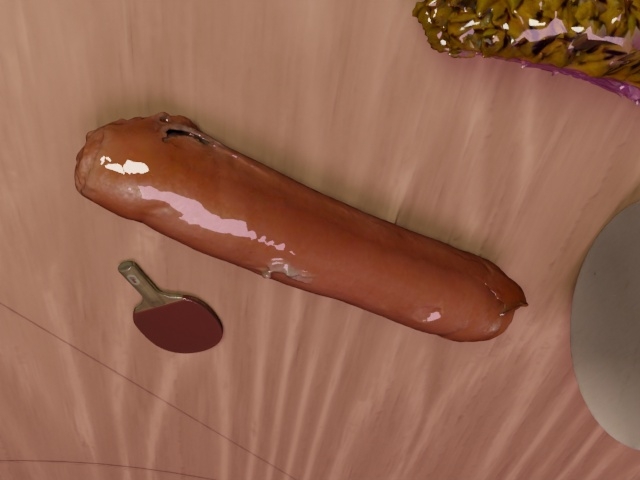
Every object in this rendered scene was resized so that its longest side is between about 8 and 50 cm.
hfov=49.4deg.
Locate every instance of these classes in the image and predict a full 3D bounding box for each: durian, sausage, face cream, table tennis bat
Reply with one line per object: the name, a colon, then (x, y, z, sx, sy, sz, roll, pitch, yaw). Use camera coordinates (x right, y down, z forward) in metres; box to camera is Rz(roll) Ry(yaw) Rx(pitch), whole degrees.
durian: (0.236, -0.151, 0.449, 0.341, 0.112, 0.191, 15, 135, -14)
sausage: (0.000, 0.000, 0.604, 0.418, 0.094, 0.094, 23, 108, -23)
face cream: (0.360, 0.081, 0.614, 0.179, 0.218, 0.218, 8, 135, -12)
table tennis bat: (-0.162, 0.073, 0.730, 0.086, 0.013, 0.156, -16, 136, 16)
